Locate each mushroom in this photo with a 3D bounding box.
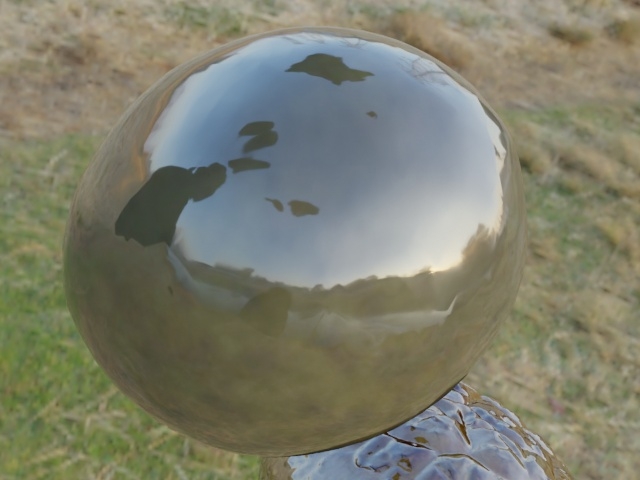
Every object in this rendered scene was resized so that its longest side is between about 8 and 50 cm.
[{"bbox_3d":[0.080,0.189,0.925,0.253,0.153,0.253,19,19,-7],"label":"mushroom"}]

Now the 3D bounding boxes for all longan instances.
[{"bbox_3d":[0.000,0.000,0.510,0.204,0.185,0.159,-14,74,-33],"label":"longan"}]
